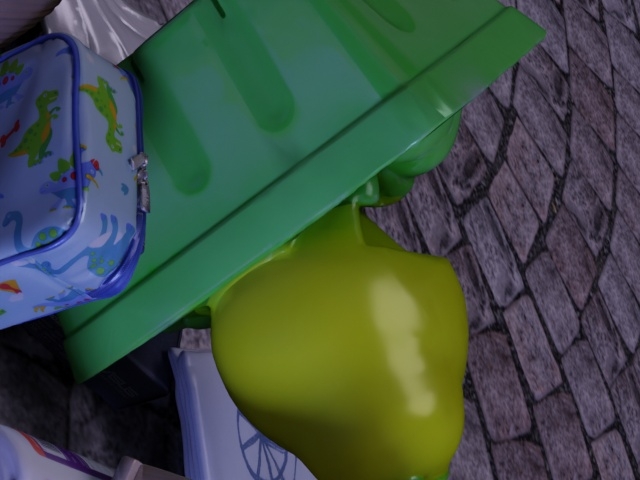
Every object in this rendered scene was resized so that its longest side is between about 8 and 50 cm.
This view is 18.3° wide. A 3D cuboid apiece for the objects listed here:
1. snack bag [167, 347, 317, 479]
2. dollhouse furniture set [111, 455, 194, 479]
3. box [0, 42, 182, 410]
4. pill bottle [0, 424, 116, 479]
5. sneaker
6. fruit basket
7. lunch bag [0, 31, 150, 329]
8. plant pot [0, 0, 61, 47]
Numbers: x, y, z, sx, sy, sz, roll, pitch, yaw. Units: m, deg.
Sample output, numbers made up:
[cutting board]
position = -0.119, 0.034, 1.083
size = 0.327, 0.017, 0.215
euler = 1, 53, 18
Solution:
[snack bag]
position = -0.024, 0.257, 1.623
size = 0.323, 0.037, 0.342
euler = 9, 72, -67
[dollhouse furniture set]
position = -0.054, 0.338, 1.291
size = 0.286, 0.198, 0.303
euler = 39, 71, -48
[box]
position = -0.188, -0.008, 1.514
size = 0.232, 0.059, 0.183
euler = 47, 36, -37
[pill bottle]
position = -0.176, 0.198, 1.347
size = 0.193, 0.108, 0.108
euler = 32, 46, -50
[sneaker]
position = -0.185, -0.143, 1.589
size = 0.297, 0.111, 0.129
euler = 49, 46, -24
[fruit basket]
position = 0.000, 0.000, 1.388
size = 0.392, 0.392, 0.283
euler = 65, 29, -9
[lunch bag]
position = -0.216, -0.031, 1.306
size = 0.090, 0.219, 0.176
euler = 33, 44, -50
[plant pot]
position = -0.271, -0.186, 1.324
size = 0.237, 0.237, 0.109
euler = -13, 126, -62
